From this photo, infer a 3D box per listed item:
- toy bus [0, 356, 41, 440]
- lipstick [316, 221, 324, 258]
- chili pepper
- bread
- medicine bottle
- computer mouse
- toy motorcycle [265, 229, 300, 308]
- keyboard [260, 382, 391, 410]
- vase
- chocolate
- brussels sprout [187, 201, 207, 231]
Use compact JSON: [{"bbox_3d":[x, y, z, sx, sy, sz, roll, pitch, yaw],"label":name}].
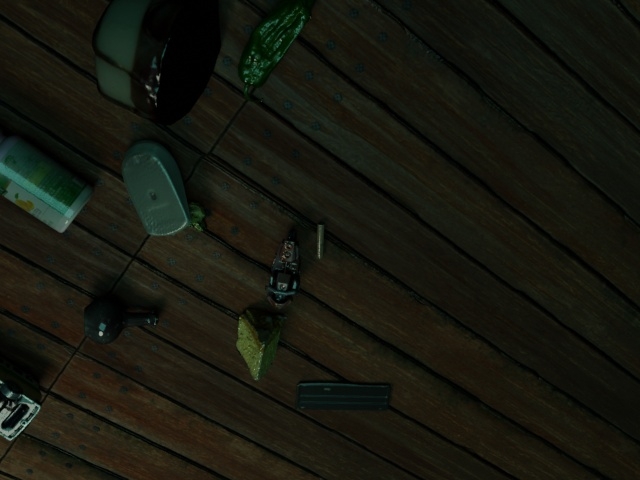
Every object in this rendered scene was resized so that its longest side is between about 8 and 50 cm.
[{"bbox_3d":[-0.864,0.371,1.588,0.134,0.165,0.276,-47,111,0],"label":"toy bus"},{"bbox_3d":[0.000,0.000,1.564,0.018,0.019,0.094,-1,115,-4],"label":"lipstick"},{"bbox_3d":[-0.104,-0.426,1.331,0.100,0.074,0.257,34,107,-17],"label":"chili pepper"},{"bbox_3d":[-0.167,0.271,1.609,0.127,0.152,0.147,12,115,-1],"label":"bread"},{"bbox_3d":[-0.663,-0.145,1.385,0.274,0.133,0.133,38,106,-18],"label":"medicine bottle"},{"bbox_3d":[-0.380,-0.122,1.434,0.127,0.079,0.231,-11,105,19],"label":"computer mouse"},{"bbox_3d":[-0.088,0.084,1.540,0.084,0.118,0.213,11,113,0],"label":"toy motorcycle"},{"bbox_3d":[0.012,0.454,1.768,0.380,0.041,0.104,1,114,-12],"label":"keyboard"},{"bbox_3d":[-0.509,0.203,1.573,0.182,0.120,0.120,0,115,-19],"label":"vase"},{"bbox_3d":[-0.343,-0.393,1.244,0.186,0.283,0.284,27,111,4],"label":"chocolate"},{"bbox_3d":[-0.305,-0.057,1.488,0.058,0.085,0.085,-26,114,5],"label":"brussels sprout"}]
